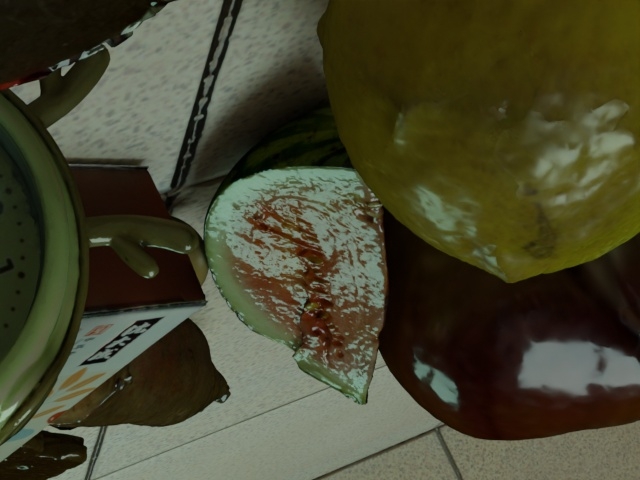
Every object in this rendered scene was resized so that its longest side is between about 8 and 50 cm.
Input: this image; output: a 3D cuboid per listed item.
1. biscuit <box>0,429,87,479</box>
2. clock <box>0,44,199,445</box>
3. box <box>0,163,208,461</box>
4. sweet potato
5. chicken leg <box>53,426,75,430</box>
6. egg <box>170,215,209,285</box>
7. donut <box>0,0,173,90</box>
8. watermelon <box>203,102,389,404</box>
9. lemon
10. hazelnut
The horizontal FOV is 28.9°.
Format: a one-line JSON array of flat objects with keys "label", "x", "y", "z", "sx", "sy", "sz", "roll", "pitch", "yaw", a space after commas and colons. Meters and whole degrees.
[{"label": "biscuit", "x": -0.362, "y": 0.220, "z": 1.281, "sx": 0.208, "sy": 0.041, "sz": 0.290, "roll": 7, "pitch": 157, "yaw": -33}, {"label": "clock", "x": -0.222, "y": 0.010, "z": 0.599, "sx": 0.308, "sy": 0.235, "sz": 0.096, "roll": -22, "pitch": 170, "yaw": -19}, {"label": "box", "x": -0.335, "y": 0.095, "z": 0.874, "sx": 0.385, "sy": 0.122, "sz": 0.344, "roll": -37, "pitch": 159, "yaw": 33}, {"label": "sweet potato", "x": -0.163, "y": 0.122, "z": 1.213, "sx": 0.131, "sy": 0.131, "sz": 0.336, "roll": -31, "pitch": 163, "yaw": 17}, {"label": "chicken leg", "x": -0.282, "y": 0.150, "z": 1.228, "sx": 0.093, "sy": 0.070, "sz": 0.178, "roll": -7, "pitch": 166, "yaw": 42}, {"label": "egg", "x": -0.139, "y": 0.018, "z": 1.000, "sx": 0.080, "sy": 0.080, "sz": 0.096, "roll": -36, "pitch": 159, "yaw": 32}, {"label": "donut", "x": -0.141, "y": -0.147, "z": 0.463, "sx": 0.269, "sy": 0.103, "sz": 0.270, "roll": -25, "pitch": 166, "yaw": -7}, {"label": "watermelon", "x": -0.028, "y": -0.002, "z": 0.985, "sx": 0.128, "sy": 0.159, "sz": 0.303, "roll": -11, "pitch": 142, "yaw": -10}, {"label": "lemon", "x": 0.118, "y": -0.101, "z": 0.751, "sx": 0.233, "sy": 0.233, "sz": 0.288, "roll": -28, "pitch": 147, "yaw": 6}, {"label": "hazelnut", "x": 0.199, "y": 0.001, "z": 1.072, "sx": 0.372, "sy": 0.315, "sz": 0.372, "roll": -14, "pitch": 136, "yaw": -14}]
